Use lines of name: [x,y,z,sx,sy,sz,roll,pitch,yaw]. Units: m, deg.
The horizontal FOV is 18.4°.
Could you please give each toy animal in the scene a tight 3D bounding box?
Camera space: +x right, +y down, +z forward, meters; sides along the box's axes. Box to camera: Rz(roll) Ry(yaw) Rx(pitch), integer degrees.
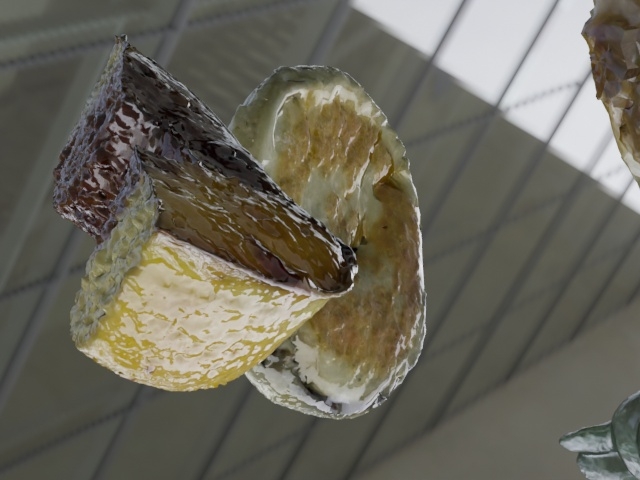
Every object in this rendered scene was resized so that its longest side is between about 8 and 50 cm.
toy animal: [0.279,0.153,1.538,0.125,0.127,0.251,-13,-171,-23]

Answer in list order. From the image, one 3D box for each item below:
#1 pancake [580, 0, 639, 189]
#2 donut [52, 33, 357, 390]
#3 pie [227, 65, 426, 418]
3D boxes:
pancake: [0.229,-0.080,0.641,0.065,0.356,0.356,-13,-132,-44]
donut: [-0.073,0.002,1.120,0.151,0.112,0.295,33,-163,-23]
pie: [0.000,0.000,1.790,0.077,0.339,0.339,-5,-172,34]
